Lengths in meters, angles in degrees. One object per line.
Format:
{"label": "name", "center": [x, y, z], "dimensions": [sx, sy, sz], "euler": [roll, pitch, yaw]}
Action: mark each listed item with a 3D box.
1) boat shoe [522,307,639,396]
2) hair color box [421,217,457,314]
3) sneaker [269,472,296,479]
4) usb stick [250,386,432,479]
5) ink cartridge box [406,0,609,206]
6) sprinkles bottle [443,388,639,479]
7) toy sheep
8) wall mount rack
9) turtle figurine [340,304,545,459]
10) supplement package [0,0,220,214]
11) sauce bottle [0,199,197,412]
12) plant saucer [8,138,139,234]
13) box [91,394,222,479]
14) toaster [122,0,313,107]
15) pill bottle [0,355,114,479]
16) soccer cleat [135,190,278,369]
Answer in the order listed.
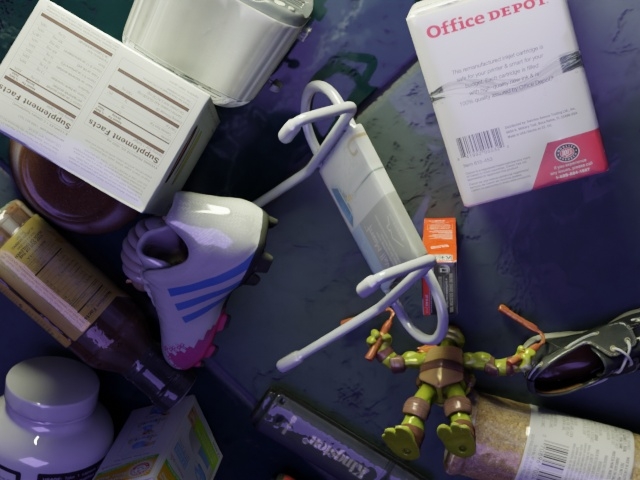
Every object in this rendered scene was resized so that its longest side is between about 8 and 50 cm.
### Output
{"label": "boat shoe", "center": [0.372, 0.146, 1.314], "dimensions": [0.233, 0.079, 0.084], "euler": [-16, 107, 14]}
{"label": "hair color box", "center": [0.146, 0.029, 1.267], "dimensions": [0.043, 0.141, 0.072], "euler": [-1, 111, 7]}
{"label": "sneaker", "center": [-0.038, 0.472, 1.504], "dimensions": [0.135, 0.097, 0.276], "euler": [15, 112, 6]}
{"label": "usb stick", "center": [0.032, 0.299, 1.450], "dimensions": [0.278, 0.045, 0.077], "euler": [33, 114, -4]}
{"label": "ink cartridge box", "center": [0.216, -0.180, 1.192], "dimensions": [0.172, 0.100, 0.237], "euler": [-15, 110, 15]}
{"label": "sprinkles bottle", "center": [0.345, 0.291, 1.353], "dimensions": [0.355, 0.121, 0.121], "euler": [15, 114, 4]}
{"label": "toy sheep", "center": [-0.216, 0.010, 1.350], "dimensions": [0.091, 0.091, 0.132], "euler": [19, 114, 1]}
{"label": "wall mount rack", "center": [0.000, 0.000, 1.244], "dimensions": [0.350, 0.130, 0.304], "euler": [63, 152, 14]}
{"label": "turtle figurine", "center": [0.141, 0.176, 1.311], "dimensions": [0.270, 0.217, 0.087], "euler": [5, 130, 14]}
{"label": "supplement package", "center": [-0.239, -0.138, 1.181], "dimensions": [0.204, 0.262, 0.145], "euler": [30, 90, -3]}
{"label": "sauce bottle", "center": [-0.315, 0.096, 1.391], "dimensions": [0.344, 0.111, 0.111], "euler": [45, 112, -11]}
{"label": "plant saucer", "center": [-0.319, -0.093, 1.354], "dimensions": [0.199, 0.036, 0.198], "euler": [3, 112, 7]}
{"label": "box", "center": [-0.222, 0.319, 1.414], "dimensions": [0.103, 0.203, 0.114], "euler": [-16, 109, 16]}
{"label": "toaster", "center": [-0.131, -0.259, 1.204], "dimensions": [0.227, 0.129, 0.146], "euler": [29, 116, -4]}
{"label": "pill bottle", "center": [-0.390, 0.332, 1.461], "dimensions": [0.182, 0.181, 0.323], "euler": [14, 113, 4]}
{"label": "soccer cleat", "center": [-0.165, 0.045, 1.264], "dimensions": [0.143, 0.116, 0.331], "euler": [17, 141, -14]}
